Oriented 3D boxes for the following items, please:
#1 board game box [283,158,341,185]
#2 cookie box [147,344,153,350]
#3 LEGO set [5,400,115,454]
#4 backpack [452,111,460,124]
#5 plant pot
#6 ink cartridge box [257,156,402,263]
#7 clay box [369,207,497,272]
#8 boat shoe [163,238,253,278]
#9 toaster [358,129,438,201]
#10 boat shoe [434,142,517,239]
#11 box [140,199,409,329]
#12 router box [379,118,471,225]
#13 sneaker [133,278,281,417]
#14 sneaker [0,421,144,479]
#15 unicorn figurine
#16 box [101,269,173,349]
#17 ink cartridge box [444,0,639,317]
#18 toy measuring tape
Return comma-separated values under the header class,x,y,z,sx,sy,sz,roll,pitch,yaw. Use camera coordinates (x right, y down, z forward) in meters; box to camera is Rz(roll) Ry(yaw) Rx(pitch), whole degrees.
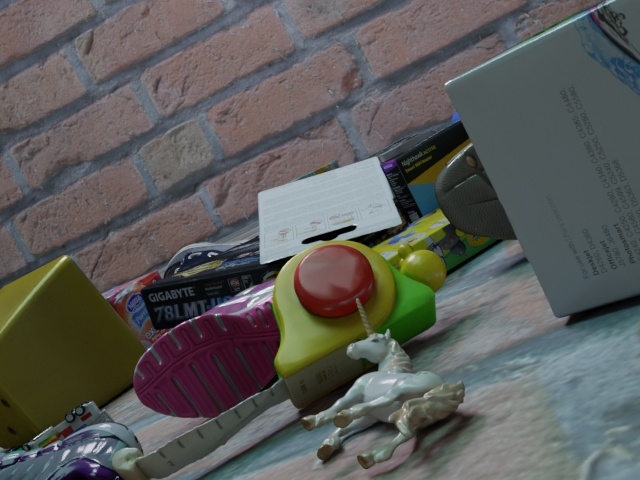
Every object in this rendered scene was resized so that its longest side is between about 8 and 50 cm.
class,x,y,z,sx,sy,sz,roll,pitch,yaw
board game box,0.017,-0.042,1.325,0.103,0.154,0.026,-22,9,39
cookie box,-0.178,0.145,1.151,0.092,0.040,0.107,-30,8,-37
LEGO set,-0.356,0.270,0.961,0.244,0.060,0.182,-37,-1,42
backpack,0.316,-0.217,1.629,0.098,0.120,0.101,-30,7,-14
plant pot,-0.414,0.180,1.187,0.212,0.212,0.187,-21,21,42
ink cartridge box,0.009,-0.027,1.110,0.189,0.066,0.232,-17,31,3
clay box,0.119,0.012,0.960,0.222,0.053,0.127,-28,7,-20
boat shoe,-0.248,0.076,1.550,0.158,0.127,0.341,-23,3,-39
toaster,0.176,-0.151,1.714,0.186,0.110,0.168,-28,6,-6
boat shoe,0.288,-0.087,0.851,0.356,0.132,0.130,-19,-3,-2
box,-0.058,0.034,1.193,0.296,0.073,0.293,-12,11,36
router box,0.182,-0.084,1.093,0.179,0.133,0.046,-31,8,-26
sneaker,-0.077,0.108,0.862,0.252,0.102,0.111,-23,1,-20
sneaker,-0.265,0.230,0.704,0.224,0.083,0.098,-26,12,2
unicorn figurine,0.042,0.107,0.573,0.111,0.060,0.162,-30,24,-28
box,-0.358,0.156,1.393,0.257,0.128,0.123,-22,9,41
ink cartridge box,0.272,-0.099,0.590,0.270,0.197,0.198,-23,8,33
toy measuring tape,-0.039,0.087,0.715,0.330,0.121,0.121,-28,7,-12
